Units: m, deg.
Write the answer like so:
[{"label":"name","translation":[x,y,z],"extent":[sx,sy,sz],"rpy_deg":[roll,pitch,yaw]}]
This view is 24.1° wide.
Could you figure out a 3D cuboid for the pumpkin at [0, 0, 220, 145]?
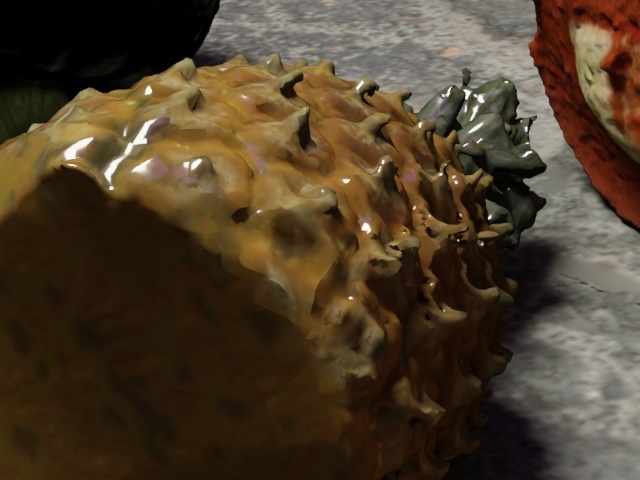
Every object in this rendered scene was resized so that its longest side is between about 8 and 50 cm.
[{"label":"pumpkin","translation":[-0.202,-0.156,0.972],"extent":[0.296,0.296,0.296],"rpy_deg":[-6,26,3]}]

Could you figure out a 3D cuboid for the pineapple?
[{"label":"pineapple","translation":[0.000,0.000,0.626],"extent":[0.202,0.202,0.362],"rpy_deg":[5,21,23]}]

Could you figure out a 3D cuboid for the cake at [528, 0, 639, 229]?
[{"label":"cake","translation":[0.218,-0.076,0.730],"extent":[0.151,0.177,0.283],"rpy_deg":[-18,22,-19]}]
